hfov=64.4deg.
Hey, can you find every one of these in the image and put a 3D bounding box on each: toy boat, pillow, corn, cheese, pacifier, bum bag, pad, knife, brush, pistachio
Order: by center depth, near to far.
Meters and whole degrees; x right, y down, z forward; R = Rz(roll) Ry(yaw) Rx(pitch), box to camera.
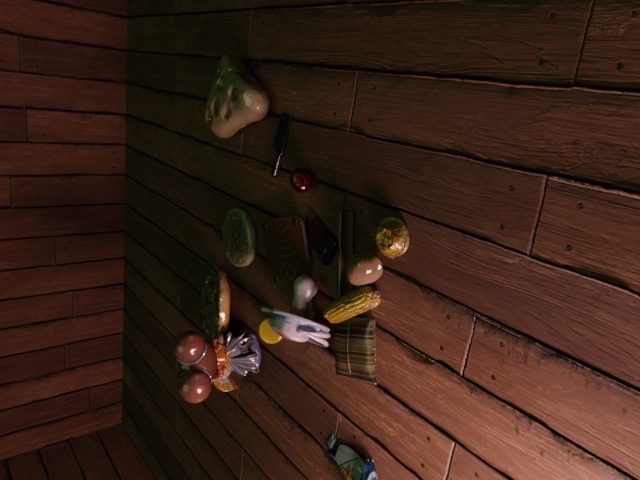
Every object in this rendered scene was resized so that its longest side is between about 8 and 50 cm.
[{"bbox_3d":[0.136,0.084,1.562,0.113,0.112,0.149,60,153,26],"label":"pistachio"},{"bbox_3d":[0.099,0.205,1.624,0.238,0.080,0.080,-29,73,40],"label":"corn"},{"bbox_3d":[0.080,0.042,1.660,0.048,0.054,0.283,-158,68,-68],"label":"brush"},{"bbox_3d":[0.109,0.351,1.663,0.208,0.052,0.213,-6,86,52],"label":"pillow"},{"bbox_3d":[0.108,0.784,1.744,0.291,0.066,0.221,42,126,53],"label":"toy boat"},{"bbox_3d":[-0.063,0.234,1.767,0.299,0.243,0.233,-7,65,65],"label":"pacifier"},{"bbox_3d":[0.000,0.000,1.772,0.159,0.026,0.109,51,132,34],"label":"bum bag"},{"bbox_3d":[-0.157,-0.361,1.926,0.072,0.019,0.246,41,122,45],"label":"knife"},{"bbox_3d":[-0.130,0.052,1.935,0.286,0.018,0.285,-4,96,54],"label":"pad"},{"bbox_3d":[-0.345,-0.524,2.043,0.351,0.129,0.329,55,131,33],"label":"cheese"}]

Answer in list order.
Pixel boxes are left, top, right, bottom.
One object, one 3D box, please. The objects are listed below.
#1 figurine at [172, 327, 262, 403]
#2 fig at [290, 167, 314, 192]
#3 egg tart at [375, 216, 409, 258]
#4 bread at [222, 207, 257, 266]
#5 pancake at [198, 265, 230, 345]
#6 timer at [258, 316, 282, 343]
[{"bbox_3d":[-0.430,0.494,2.087,0.248,0.387,0.277,-23,76,49],"label":"figurine"},{"bbox_3d":[-0.072,-0.210,1.803,0.125,0.088,0.089,-177,82,-77],"label":"fig"},{"bbox_3d":[0.203,-0.010,1.502,0.128,0.049,0.129,7,99,49],"label":"egg tart"},{"bbox_3d":[-0.359,-0.011,2.204,0.266,0.040,0.267,9,102,50],"label":"bread"},{"bbox_3d":[-0.487,0.298,2.344,0.386,0.081,0.388,-19,69,61],"label":"pancake"},{"bbox_3d":[-0.191,0.352,1.992,0.107,0.109,0.107,-1,84,10],"label":"timer"}]
